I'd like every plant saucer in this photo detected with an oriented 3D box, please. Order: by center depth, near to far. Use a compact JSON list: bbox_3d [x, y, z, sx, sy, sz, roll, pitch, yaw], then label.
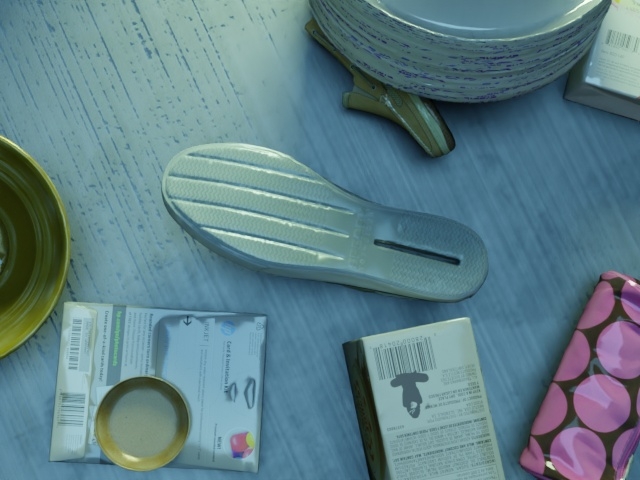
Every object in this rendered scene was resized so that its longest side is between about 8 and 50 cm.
[{"bbox_3d":[-0.156,0.161,0.889,0.084,0.015,0.083,0,83,-4],"label":"plant saucer"}]

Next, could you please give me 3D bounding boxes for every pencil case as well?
[{"bbox_3d":[0.265,0.136,0.922,0.098,0.095,0.209,19,82,34],"label":"pencil case"}]

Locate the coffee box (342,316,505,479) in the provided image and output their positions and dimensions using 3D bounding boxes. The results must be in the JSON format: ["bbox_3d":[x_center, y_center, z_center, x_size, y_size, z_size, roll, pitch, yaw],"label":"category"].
[{"bbox_3d":[0.096,0.198,0.877,0.098,0.141,0.246,-11,84,-6],"label":"coffee box"}]

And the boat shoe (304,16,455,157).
[{"bbox_3d":[0.053,-0.147,0.964,0.072,0.068,0.190,-35,75,5],"label":"boat shoe"}]

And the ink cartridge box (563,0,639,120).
[{"bbox_3d":[0.324,-0.222,0.986,0.115,0.067,0.198,17,83,-2],"label":"ink cartridge box"}]

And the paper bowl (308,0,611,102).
[{"bbox_3d":[0.130,-0.275,0.897,0.284,0.148,0.284,1,59,-2],"label":"paper bowl"}]

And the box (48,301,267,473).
[{"bbox_3d":[-0.145,0.134,0.920,0.186,0.038,0.145,3,83,-2],"label":"box"}]

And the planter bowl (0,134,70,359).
[{"bbox_3d":[-0.330,0.006,0.892,0.217,0.090,0.217,0,91,-11],"label":"planter bowl"}]

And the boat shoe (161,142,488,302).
[{"bbox_3d":[0.000,0.000,0.918,0.302,0.094,0.109,19,72,-2],"label":"boat shoe"}]
